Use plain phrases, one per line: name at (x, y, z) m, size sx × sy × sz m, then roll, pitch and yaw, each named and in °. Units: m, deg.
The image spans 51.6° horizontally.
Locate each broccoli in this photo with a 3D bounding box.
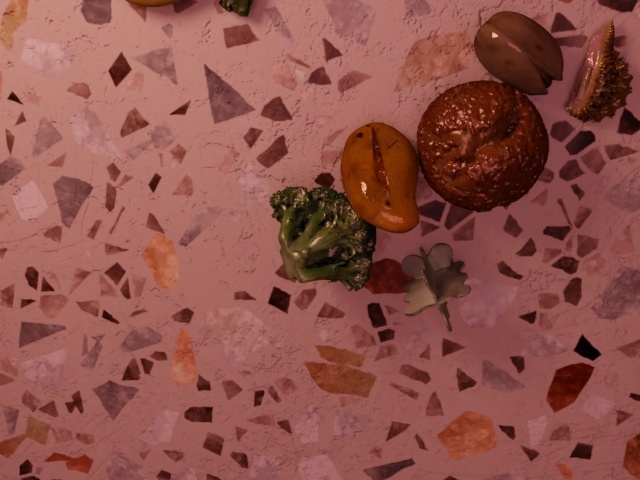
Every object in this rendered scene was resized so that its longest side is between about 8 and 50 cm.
broccoli at (0.000, 0.000, 1.555) m, size 0.295 × 0.245 × 0.265 m, roll 51°, pitch 139°, yaw 15°

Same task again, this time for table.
table at (0.276, 0.113, 1.587) m, size 0.166 × 0.198 × 0.167 m, roll 2°, pitch 110°, yaw 5°

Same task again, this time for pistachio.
pistachio at (0.430, -0.397, 1.418) m, size 0.237 × 0.153 × 0.138 m, roll 23°, pitch 125°, yaw -34°

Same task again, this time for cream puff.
cream puff at (0.353, -0.202, 1.458) m, size 0.302 × 0.212 × 0.303 m, roll 3°, pitch 110°, yaw 10°

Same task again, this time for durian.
durian at (0.619, -0.361, 1.439) m, size 0.140 × 0.078 × 0.225 m, roll 1°, pitch 112°, yaw 6°

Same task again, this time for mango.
mango at (0.135, -0.148, 1.468) m, size 0.176 × 0.295 × 0.120 m, roll -8°, pitch 140°, yaw -2°

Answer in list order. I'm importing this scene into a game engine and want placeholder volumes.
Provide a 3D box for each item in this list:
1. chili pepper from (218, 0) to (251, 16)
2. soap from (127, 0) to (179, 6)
chili pepper at (-0.127, -0.662, 1.418) m, size 0.084 × 0.076 × 0.359 m, roll 35°, pitch 112°, yaw 20°
soap at (-0.383, -0.719, 1.398) m, size 0.305 × 0.115 × 0.428 m, roll -17°, pitch 108°, yaw 8°
